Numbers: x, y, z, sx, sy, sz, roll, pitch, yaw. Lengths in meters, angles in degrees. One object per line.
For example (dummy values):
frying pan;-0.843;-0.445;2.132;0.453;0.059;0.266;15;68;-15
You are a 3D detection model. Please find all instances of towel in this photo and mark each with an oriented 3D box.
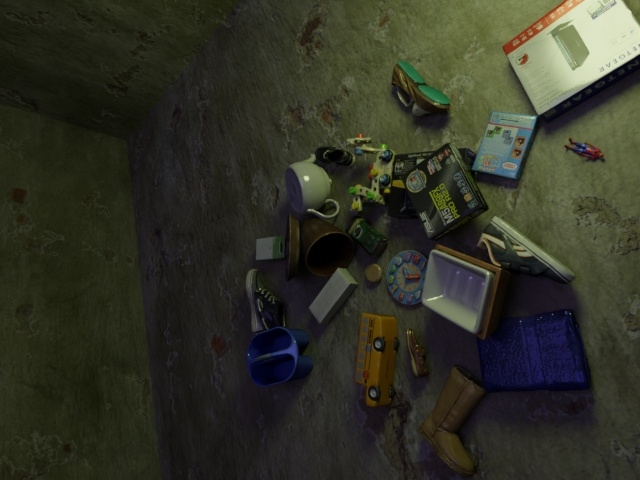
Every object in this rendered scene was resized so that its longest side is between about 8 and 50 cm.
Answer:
towel;0.637;0.343;1.438;0.308;0.076;0.227;-19;63;40

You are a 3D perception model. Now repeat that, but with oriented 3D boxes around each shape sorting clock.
shape sorting clock;0.332;0.139;1.779;0.206;0.040;0.206;-10;75;42

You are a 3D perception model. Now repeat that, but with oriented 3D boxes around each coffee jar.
coffee jar;0.184;-0.020;1.922;0.184;0.079;0.096;46;115;37

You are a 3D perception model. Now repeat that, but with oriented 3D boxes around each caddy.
caddy;-0.194;0.519;2.109;0.341;0.179;0.241;-27;64;37

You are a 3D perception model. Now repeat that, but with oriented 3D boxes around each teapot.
teapot;-0.034;-0.238;2.109;0.252;0.187;0.255;-146;47;-61

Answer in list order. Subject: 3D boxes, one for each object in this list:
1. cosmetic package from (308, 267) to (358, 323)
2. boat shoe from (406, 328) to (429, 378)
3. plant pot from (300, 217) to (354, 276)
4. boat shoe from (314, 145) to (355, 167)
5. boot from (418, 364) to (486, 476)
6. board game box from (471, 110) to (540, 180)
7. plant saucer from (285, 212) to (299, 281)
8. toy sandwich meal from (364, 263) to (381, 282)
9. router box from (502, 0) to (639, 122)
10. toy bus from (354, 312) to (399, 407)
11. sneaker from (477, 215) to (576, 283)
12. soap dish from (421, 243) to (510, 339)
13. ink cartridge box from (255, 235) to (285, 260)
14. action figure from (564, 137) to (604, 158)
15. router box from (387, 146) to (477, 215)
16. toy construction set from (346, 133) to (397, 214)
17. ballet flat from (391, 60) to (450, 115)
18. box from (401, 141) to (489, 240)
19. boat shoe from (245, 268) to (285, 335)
cosmetic package;0.053;0.238;2.010;0.239;0.060;0.099;-55;49;22
boat shoe;0.349;0.404;1.707;0.060;0.064;0.177;-13;72;9
plant pot;0.000;0.000;2.027;0.215;0.215;0.230;-59;35;18
boat shoe;0.050;-0.385;2.121;0.233;0.079;0.084;24;100;45
boot;0.460;0.586;1.543;0.236;0.089;0.269;38;107;40
board game box;0.621;-0.321;1.591;0.160;0.039;0.211;23;96;41
plant saucer;-0.127;0.031;2.131;0.310;0.050;0.310;-179;90;-82
toy sandwich meal;0.214;0.132;1.902;0.086;0.029;0.085;-8;78;37
router box;0.784;-0.585;1.460;0.335;0.082;0.301;-33;61;35
toy bus;0.211;0.448;1.788;0.130;0.108;0.332;2;84;44
sneaker;0.625;0.057;1.464;0.127;0.126;0.321;-56;39;15
soap dish;0.467;0.156;1.535;0.291;0.118;0.228;29;115;59
ink cartridge box;-0.226;0.041;2.309;0.209;0.062;0.108;-7;78;42
action figure;0.798;-0.275;1.428;0.115;0.030;0.038;38;103;39
router box;0.406;-0.203;1.746;0.309;0.081;0.242;4;85;43
toy construction set;0.205;-0.270;1.916;0.215;0.151;0.327;-2;92;43
ballet flat;0.375;-0.565;1.837;0.342;0.116;0.124;57;140;34
box;0.420;-0.166;1.627;0.216;0.060;0.270;-35;61;33
boat shoe;-0.253;0.285;2.267;0.158;0.127;0.340;-20;71;26
